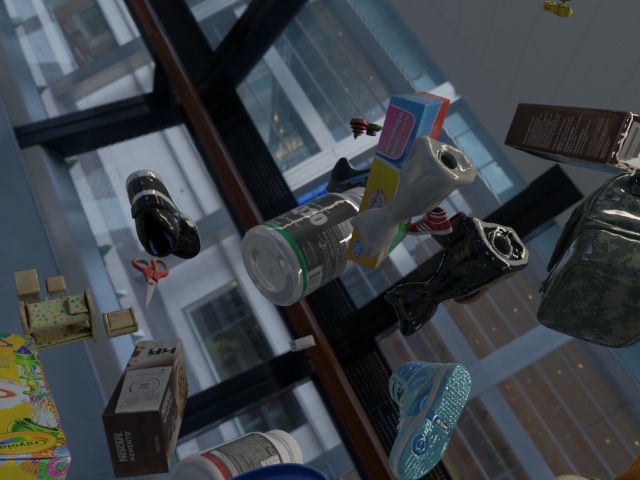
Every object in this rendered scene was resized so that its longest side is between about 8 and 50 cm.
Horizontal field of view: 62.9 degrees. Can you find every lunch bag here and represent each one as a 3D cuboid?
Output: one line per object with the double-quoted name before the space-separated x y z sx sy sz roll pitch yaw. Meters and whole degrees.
"lunch bag" 0.584 0.041 1.057 0.212 0.256 0.305 19 -29 18

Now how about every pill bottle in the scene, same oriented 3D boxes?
"pill bottle" -0.218 0.655 1.446 0.363 0.210 0.210 5 49 -57
"pill bottle" 0.000 0.000 1.317 0.204 0.361 0.204 25 -51 37

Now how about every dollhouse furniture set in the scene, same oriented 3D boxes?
"dollhouse furniture set" -0.441 0.095 0.942 0.161 0.182 0.101 59 -35 32

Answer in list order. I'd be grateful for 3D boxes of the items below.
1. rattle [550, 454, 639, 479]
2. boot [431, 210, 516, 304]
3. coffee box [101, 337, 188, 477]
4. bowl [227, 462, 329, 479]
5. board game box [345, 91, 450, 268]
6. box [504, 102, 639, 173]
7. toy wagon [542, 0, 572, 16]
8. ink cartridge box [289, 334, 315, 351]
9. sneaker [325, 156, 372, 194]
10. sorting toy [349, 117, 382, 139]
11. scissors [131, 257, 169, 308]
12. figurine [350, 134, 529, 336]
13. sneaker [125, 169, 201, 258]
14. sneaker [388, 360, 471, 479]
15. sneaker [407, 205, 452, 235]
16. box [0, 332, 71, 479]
"rattle" 0.248 0.265 0.441 0.143 0.199 0.130 -40 -120 46
"boot" 0.367 0.047 1.353 0.207 0.090 0.248 41 -38 1
"coffee box" -0.395 0.377 1.221 0.297 0.119 0.168 -106 -167 -71
"bowl" -0.135 0.536 0.863 0.391 0.391 0.077 -134 -161 -78
"board game box" 0.157 -0.128 1.037 0.064 0.316 0.242 22 24 17
"box" 0.714 -0.278 1.432 0.191 0.143 0.381 13 14 -23
"toy wagon" 0.505 -0.615 1.003 0.267 0.068 0.344 47 -26 41
"ink cartridge box" -0.045 0.264 1.344 0.083 0.048 0.028 -36 -110 67
"sneaker" 0.194 -0.169 1.701 0.341 0.140 0.125 17 -1 -2
"sorting toy" 0.106 -0.271 1.292 0.061 0.042 0.102 10 1 44
"scissors" -0.471 0.118 1.492 0.109 0.021 0.297 11 19 -31
"figurine" 0.138 0.000 0.723 0.209 0.092 0.215 -46 -121 40
"sneaker" -0.255 -0.003 0.865 0.217 0.079 0.121 69 -1 -52
"sneaker" 0.231 0.443 1.335 0.208 0.319 0.127 -2 -49 55
"sneaker" 0.235 -0.047 1.179 0.118 0.042 0.067 0 -59 36
"box" -0.421 0.199 0.468 0.290 0.177 0.279 17 3 -36
